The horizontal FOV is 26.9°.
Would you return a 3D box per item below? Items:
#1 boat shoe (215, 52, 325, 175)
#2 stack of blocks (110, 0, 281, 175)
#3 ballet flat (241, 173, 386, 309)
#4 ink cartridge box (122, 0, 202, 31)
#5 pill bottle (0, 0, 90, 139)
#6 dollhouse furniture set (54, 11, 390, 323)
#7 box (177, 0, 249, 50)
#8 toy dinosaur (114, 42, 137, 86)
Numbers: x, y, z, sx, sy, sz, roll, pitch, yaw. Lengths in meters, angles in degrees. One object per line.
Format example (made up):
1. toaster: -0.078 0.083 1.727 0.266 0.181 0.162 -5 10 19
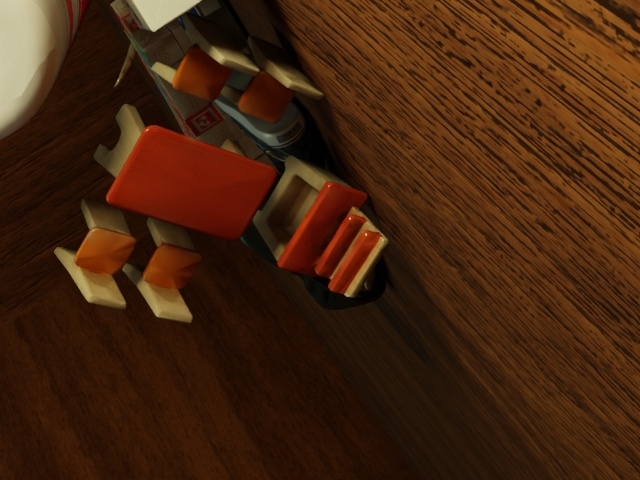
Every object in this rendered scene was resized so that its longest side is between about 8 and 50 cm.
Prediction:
1. boat shoe: -0.060 -0.127 1.407 0.183 0.065 0.083 50 172 48
2. stack of blocks: -0.151 -0.187 1.761 0.171 0.087 0.297 52 172 45
3. ballet flat: 0.000 0.000 1.452 0.096 0.095 0.280 5 161 27
4. ink cartridge box: -0.124 -0.232 1.148 0.061 0.104 0.181 58 175 -15
5. pill bottle: -0.302 -0.278 1.184 0.407 0.229 0.229 -83 -31 -51
6. dollhouse furniture set: -0.074 -0.037 1.225 0.259 0.262 0.135 16 -157 -40
7. box: -0.142 -0.267 1.473 0.136 0.036 0.225 59 173 -14
8. toy dinosaur: -0.228 -0.293 1.829 0.211 0.064 0.112 -40 -68 -62
